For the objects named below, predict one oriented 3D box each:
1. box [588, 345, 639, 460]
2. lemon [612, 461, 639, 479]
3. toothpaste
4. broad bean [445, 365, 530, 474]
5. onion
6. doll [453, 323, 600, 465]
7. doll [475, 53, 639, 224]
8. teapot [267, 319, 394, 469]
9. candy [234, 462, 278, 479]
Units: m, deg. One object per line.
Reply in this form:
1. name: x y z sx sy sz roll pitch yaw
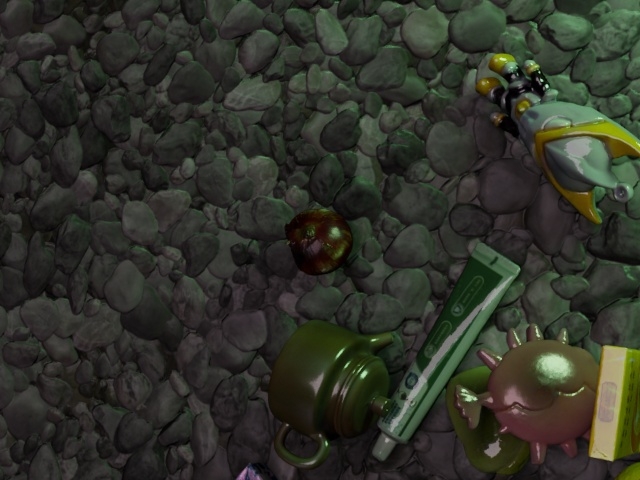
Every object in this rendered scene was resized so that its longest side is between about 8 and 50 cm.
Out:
1. box: 0.432 0.227 1.594 0.043 0.269 0.152 8 86 25
2. lemon: 0.486 0.411 1.588 0.192 0.192 0.231 12 89 25
3. toothpaste: 0.191 0.189 1.826 0.098 0.061 0.392 35 97 42
4. broad bean: 0.266 0.282 1.765 0.124 0.082 0.175 -18 75 14
5. onion: 0.000 0.000 1.908 0.118 0.118 0.117 -25 70 20
6. doll: 0.329 0.230 1.703 0.261 0.093 0.211 -13 74 -11
7. doll: 0.373 -0.172 1.768 0.145 0.103 0.316 -49 62 16
8. teapot: 0.027 0.248 1.813 0.175 0.185 0.268 20 68 30
9. candy: -0.132 0.464 1.929 0.092 0.073 0.160 45 102 21
